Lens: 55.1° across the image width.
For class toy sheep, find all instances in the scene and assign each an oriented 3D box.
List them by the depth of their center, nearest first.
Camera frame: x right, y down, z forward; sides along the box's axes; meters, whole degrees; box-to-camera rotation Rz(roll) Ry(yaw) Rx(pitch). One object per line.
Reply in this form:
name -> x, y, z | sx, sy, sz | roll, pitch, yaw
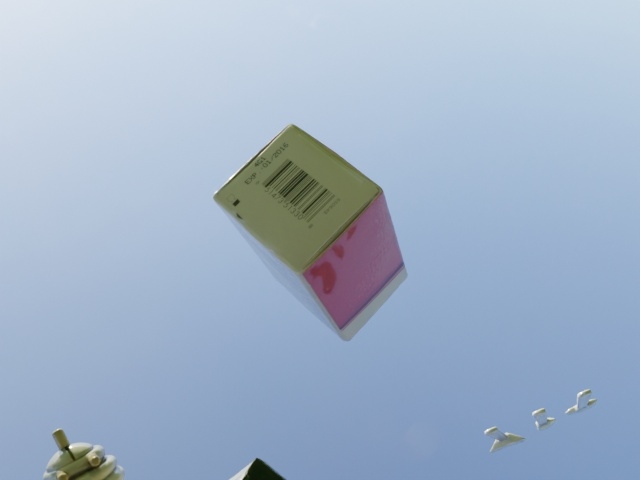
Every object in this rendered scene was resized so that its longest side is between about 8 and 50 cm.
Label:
toy sheep -> -0.243, 0.255, 0.633 | 0.091, 0.091, 0.132 | -19, -93, -40

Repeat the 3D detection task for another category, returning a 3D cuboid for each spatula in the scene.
spatula -> 0.300, 0.250, 0.837 | 0.242, 0.168, 0.019 | 42, -154, -61

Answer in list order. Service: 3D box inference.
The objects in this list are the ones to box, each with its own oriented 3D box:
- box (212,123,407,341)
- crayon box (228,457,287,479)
box -> 0.000, 0.000, 0.732 | 0.127, 0.232, 0.148 | -46, -118, -9
crayon box -> -0.136, 0.347, 0.578 | 0.081, 0.318, 0.202 | 39, -132, 0
